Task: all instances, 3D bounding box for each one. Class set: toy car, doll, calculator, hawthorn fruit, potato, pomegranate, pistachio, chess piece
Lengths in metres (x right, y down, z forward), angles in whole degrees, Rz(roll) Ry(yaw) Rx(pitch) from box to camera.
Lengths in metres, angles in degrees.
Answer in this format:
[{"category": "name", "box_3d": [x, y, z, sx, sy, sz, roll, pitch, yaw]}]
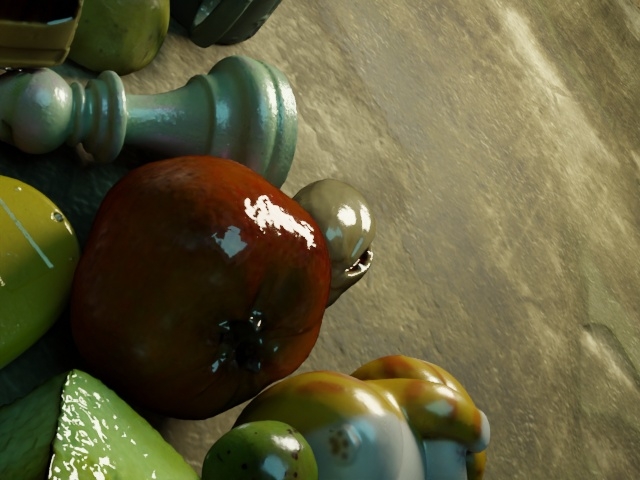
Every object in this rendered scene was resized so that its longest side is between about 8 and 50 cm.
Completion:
[{"category": "toy car", "box_3d": [-0.275, -0.252, 0.603, 0.101, 0.124, 0.256, -8, 56, -45]}, {"category": "doll", "box_3d": [0.036, 0.175, 0.609, 0.270, 0.162, 0.166, 2, 89, -49]}, {"category": "calculator", "box_3d": [-0.263, 0.031, 0.519, 0.146, 0.032, 0.235, 52, 41, -3]}, {"category": "hawthorn fruit", "box_3d": [-0.100, 0.019, 0.604, 0.197, 0.196, 0.225, 16, 22, -38]}, {"category": "potato", "box_3d": [-0.217, -0.296, 0.741, 0.160, 0.111, 0.271, 1, 63, -47]}, {"category": "pomegranate", "box_3d": [-0.045, 0.146, 0.477, 0.073, 0.085, 0.073, 22, 63, -54]}, {"category": "pistachio", "box_3d": [0.000, 0.000, 0.761, 0.113, 0.113, 0.149, 40, 26, -18]}, {"category": "chess piece", "box_3d": [-0.165, -0.100, 0.659, 0.272, 0.139, 0.139, 0, 62, -32]}]

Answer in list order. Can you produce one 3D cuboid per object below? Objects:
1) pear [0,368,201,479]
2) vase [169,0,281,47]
[{"category": "pear", "box_3d": [-0.118, 0.242, 0.406, 0.292, 0.159, 0.292, 48, 10, -12]}, {"category": "vase", "box_3d": [-0.054, -0.326, 0.794, 0.156, 0.301, 0.251, 30, 54, -28]}]
